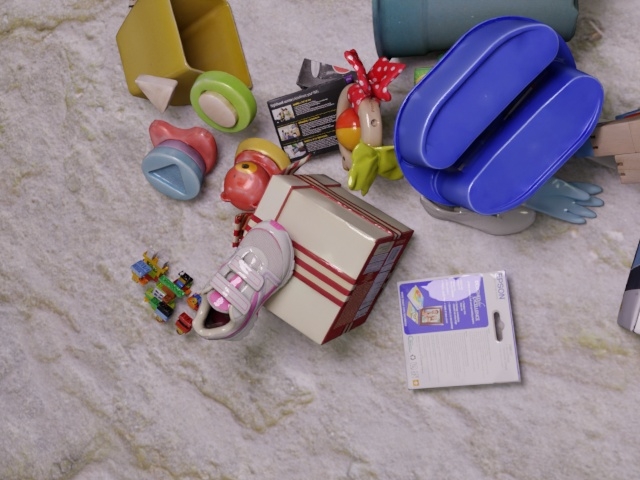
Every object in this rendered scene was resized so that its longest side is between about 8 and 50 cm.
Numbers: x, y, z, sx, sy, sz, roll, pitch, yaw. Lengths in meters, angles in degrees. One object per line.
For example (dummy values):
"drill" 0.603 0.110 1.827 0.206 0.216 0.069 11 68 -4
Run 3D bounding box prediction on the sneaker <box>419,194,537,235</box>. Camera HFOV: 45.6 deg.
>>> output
"sneaker" 0.284 -0.058 1.393 0.212 0.094 0.080 7 86 20

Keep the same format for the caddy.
"caddy" 0.278 -0.202 1.231 0.241 0.179 0.341 42 96 -15

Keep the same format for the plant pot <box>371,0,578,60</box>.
"plant pot" 0.278 -0.477 1.326 0.335 0.341 0.340 5 87 13

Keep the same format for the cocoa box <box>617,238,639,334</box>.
"cocoa box" 0.593 0.055 1.134 0.232 0.347 0.227 16 91 19

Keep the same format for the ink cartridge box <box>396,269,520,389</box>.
"ink cartridge box" 0.254 0.167 1.408 0.208 0.045 0.206 -8 82 20

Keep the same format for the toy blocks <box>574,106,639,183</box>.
"toy blocks" 0.589 -0.178 1.208 0.382 0.261 0.190 -19 98 -16

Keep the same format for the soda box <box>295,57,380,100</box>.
"soda box" 0.040 -0.314 1.527 0.169 0.053 0.060 19 92 20

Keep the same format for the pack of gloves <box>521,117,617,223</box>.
"pack of gloves" 0.414 -0.141 1.328 0.232 0.046 0.194 16 97 -7

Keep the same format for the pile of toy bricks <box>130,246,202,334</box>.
"pile of toy bricks" -0.326 0.128 1.603 0.212 0.118 0.105 40 131 10

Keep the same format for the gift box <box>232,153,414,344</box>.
"gift box" 0.000 0.000 1.411 0.258 0.255 0.276 31 102 18

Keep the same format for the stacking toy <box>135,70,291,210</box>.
"stacking toy" -0.239 -0.180 1.492 0.309 0.279 0.130 6 49 24

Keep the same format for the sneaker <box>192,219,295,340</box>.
"sneaker" -0.132 0.080 1.281 0.103 0.111 0.252 34 111 16

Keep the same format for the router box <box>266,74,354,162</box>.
"router box" -0.004 -0.238 1.505 0.179 0.046 0.133 -11 103 27

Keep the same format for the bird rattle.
"bird rattle" 0.068 -0.208 1.355 0.143 0.207 0.253 -17 97 -19

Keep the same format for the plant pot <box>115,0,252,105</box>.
"plant pot" -0.300 -0.393 1.588 0.187 0.212 0.212 -21 78 29

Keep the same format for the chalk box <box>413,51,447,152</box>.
"chalk box" 0.248 -0.250 1.403 0.133 0.132 0.212 -1 85 20

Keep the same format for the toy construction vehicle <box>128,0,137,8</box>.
"toy construction vehicle" -0.398 -0.559 1.724 0.098 0.035 0.085 -3 73 17
